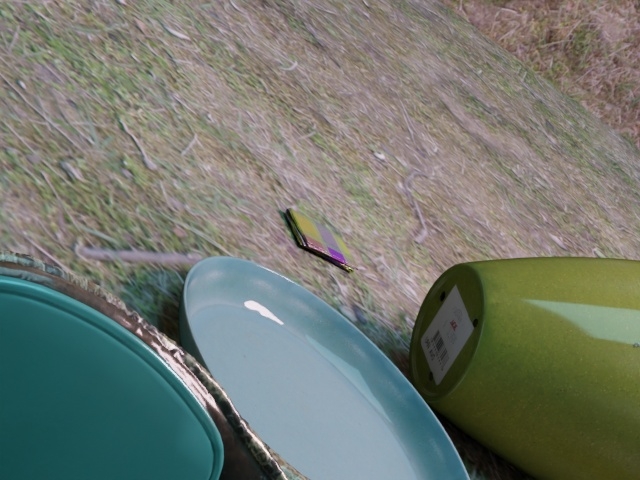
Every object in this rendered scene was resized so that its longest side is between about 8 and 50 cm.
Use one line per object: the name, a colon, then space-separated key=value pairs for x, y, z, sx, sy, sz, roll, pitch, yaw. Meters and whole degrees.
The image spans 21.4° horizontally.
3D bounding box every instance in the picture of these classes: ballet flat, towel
ballet flat: x=-0.087 y=0.164 z=1.027 sx=0.483 sy=0.164 sz=0.182 roll=42 pitch=-3 yaw=-25
towel: x=0.000 y=0.000 z=1.724 sx=0.083 sy=0.009 sz=0.060 roll=28 pitch=24 yaw=-42

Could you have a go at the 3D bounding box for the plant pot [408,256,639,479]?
plant pot: x=0.244 y=0.127 z=1.634 sx=0.293 sy=0.275 sz=0.275 roll=17 pitch=29 yaw=-23

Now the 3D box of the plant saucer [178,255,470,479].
plant saucer: x=0.000 y=0.142 z=1.374 sx=0.317 sy=0.044 sz=0.317 roll=39 pitch=19 yaw=-16
